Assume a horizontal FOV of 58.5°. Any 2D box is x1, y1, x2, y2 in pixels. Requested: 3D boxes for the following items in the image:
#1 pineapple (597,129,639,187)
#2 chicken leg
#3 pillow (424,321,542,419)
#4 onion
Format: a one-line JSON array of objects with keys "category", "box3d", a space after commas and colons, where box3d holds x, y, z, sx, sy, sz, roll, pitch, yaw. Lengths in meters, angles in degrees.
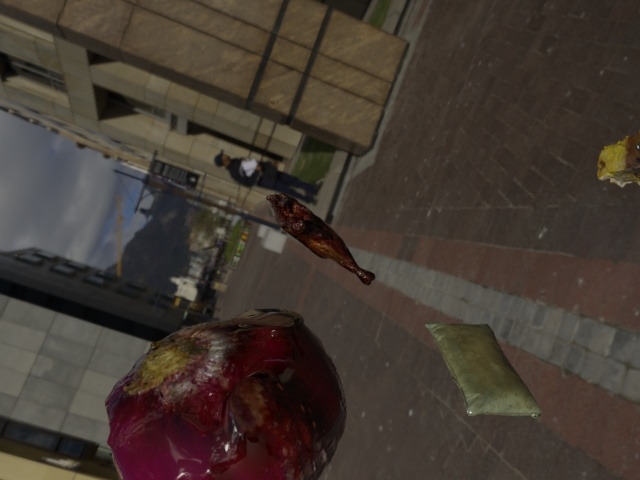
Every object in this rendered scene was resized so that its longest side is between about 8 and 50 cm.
[{"category": "pineapple", "box3d": [0.399, -0.097, 0.689, 0.137, 0.116, 0.069, -6, 78, 45]}, {"category": "chicken leg", "box3d": [-0.003, -0.003, 0.907, 0.048, 0.219, 0.089, -44, 25, 10]}, {"category": "pillow", "box3d": [0.377, 0.297, 1.346, 0.302, 0.185, 0.075, -107, 26, -55]}, {"category": "onion", "box3d": [-0.126, 0.346, 0.958, 0.398, 0.398, 0.420, -101, -6, -74]}]
